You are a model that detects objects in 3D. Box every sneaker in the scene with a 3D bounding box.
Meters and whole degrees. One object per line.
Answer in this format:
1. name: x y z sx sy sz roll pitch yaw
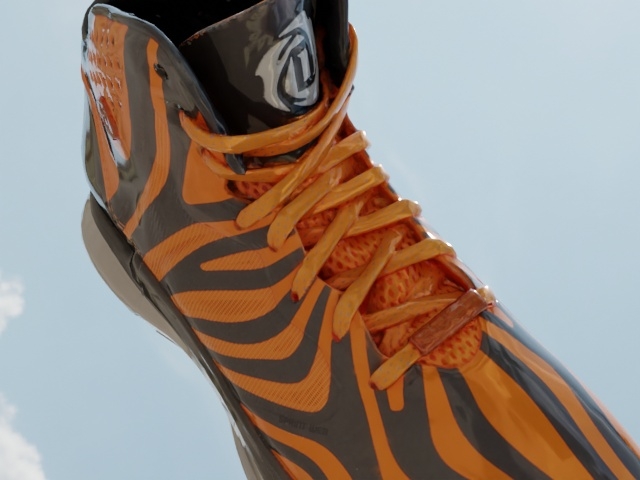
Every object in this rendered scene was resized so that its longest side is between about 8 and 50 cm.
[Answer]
1. sneaker: 0.000 0.000 0.426 0.321 0.125 0.180 36 -35 29
